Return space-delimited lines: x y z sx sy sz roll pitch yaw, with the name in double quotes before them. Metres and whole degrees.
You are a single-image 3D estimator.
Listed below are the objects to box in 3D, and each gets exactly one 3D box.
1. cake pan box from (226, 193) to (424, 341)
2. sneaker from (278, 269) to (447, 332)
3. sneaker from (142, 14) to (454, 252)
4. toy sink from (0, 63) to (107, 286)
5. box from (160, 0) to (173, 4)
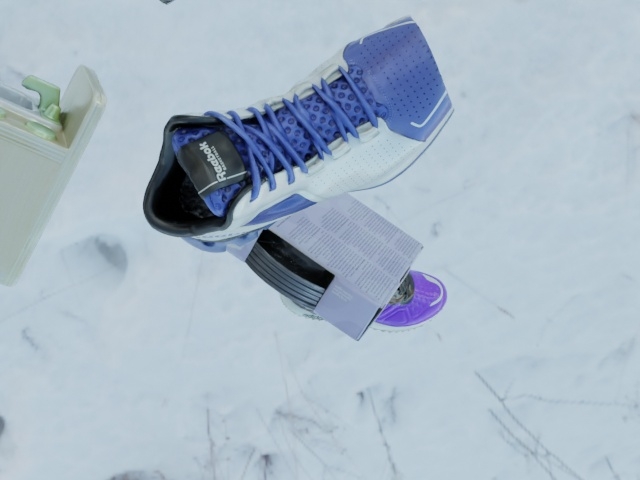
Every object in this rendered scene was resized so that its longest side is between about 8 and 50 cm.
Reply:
"cake pan box" 0.000 0.000 1.223 0.245 0.267 0.070 32 114 5
"sneaker" 0.092 0.074 1.492 0.293 0.102 0.146 4 151 -20
"sneaker" -0.033 -0.078 0.818 0.315 0.182 0.128 -30 87 14
"toy sink" -0.350 -0.098 0.995 0.131 0.153 0.234 24 105 -30
"box" -0.311 -0.542 1.456 0.060 0.216 0.270 -18 146 34
